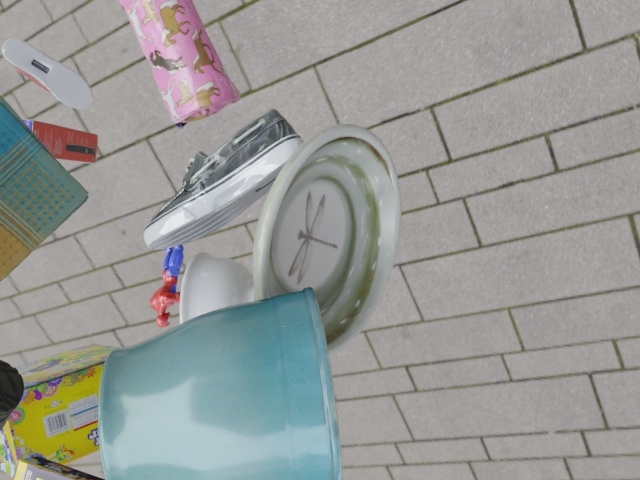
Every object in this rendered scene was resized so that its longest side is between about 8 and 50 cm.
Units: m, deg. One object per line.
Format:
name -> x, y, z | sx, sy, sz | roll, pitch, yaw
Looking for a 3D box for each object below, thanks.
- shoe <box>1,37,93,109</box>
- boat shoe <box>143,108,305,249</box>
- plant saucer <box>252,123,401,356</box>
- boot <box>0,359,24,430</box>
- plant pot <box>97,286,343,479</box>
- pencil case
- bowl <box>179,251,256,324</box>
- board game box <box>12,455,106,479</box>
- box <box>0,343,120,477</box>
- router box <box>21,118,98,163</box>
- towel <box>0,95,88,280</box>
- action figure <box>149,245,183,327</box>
shoe -> -0.517, -0.318, 1.134 | 0.178, 0.081, 0.063 | 35, 88, -26
boat shoe -> -0.179, -0.105, 1.041 | 0.335, 0.121, 0.119 | -32, 79, 8
plant saucer -> 0.000, 0.000, 1.015 | 0.101, 0.400, 0.400 | 14, 123, 35
boot -> -0.417, 0.155, 0.543 | 0.247, 0.083, 0.161 | 29, 117, -22
plant pot -> -0.121, 0.205, 0.725 | 0.256, 0.271, 0.271 | -6, 118, -6
pencil case -> -0.303, -0.427, 1.177 | 0.167, 0.160, 0.386 | -11, 110, 43
bowl -> -0.185, 0.166, 1.290 | 0.134, 0.298, 0.297 | -7, 115, 9
board game box -> -0.419, 0.438, 0.911 | 0.141, 0.048, 0.170 | 11, 81, 19
box -> -0.561, 0.353, 1.291 | 0.279, 0.290, 0.176 | -5, 96, 47
router box -> -0.779, -0.257, 1.464 | 0.336, 0.301, 0.082 | 8, 95, 5
towel -> -0.622, -0.048, 1.041 | 0.040, 0.370, 0.271 | 11, 144, 39
action figure -> -0.322, 0.082, 1.408 | 0.139, 0.280, 0.091 | 27, 146, -34
